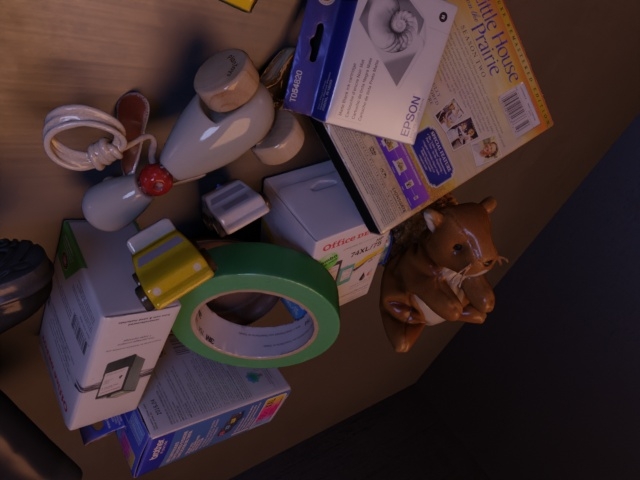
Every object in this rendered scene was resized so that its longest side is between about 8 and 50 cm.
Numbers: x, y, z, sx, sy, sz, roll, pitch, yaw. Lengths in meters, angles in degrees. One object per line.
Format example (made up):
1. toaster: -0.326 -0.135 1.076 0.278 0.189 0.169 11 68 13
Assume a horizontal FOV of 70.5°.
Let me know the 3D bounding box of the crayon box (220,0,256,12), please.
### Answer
1. crayon box: -0.130 -0.402 0.290 0.313 0.106 0.363 19 122 -15

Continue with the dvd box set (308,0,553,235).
1. dvd box set: 0.200 -0.246 0.827 0.420 0.062 0.307 -33 103 -12

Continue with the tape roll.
1. tape roll: -0.123 0.138 0.876 0.321 0.077 0.321 0 136 0

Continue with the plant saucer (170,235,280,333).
1. plant saucer: -0.229 0.092 0.932 0.311 0.050 0.310 -11 139 -10

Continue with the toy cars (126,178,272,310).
1. toy cars: -0.187 -0.025 0.699 0.176 0.087 0.393 -19 -160 22

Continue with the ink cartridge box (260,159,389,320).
1. ink cartridge box: 0.000 0.000 0.978 0.198 0.197 0.270 -21 144 -27

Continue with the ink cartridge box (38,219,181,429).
1. ink cartridge box: -0.369 0.139 0.765 0.121 0.211 0.289 -4 135 -45

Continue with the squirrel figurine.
1. squirrel figurine: 0.281 0.017 1.141 0.281 0.397 0.370 -10 141 -12

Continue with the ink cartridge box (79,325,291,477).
1. ink cartridge box: -0.307 0.312 0.986 0.395 0.270 0.151 -2 130 -45

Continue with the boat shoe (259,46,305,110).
1. boat shoe: -0.076 -0.251 0.729 0.135 0.045 0.050 -47 137 8

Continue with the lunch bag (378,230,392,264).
1. lunch bag: 0.113 -0.019 1.138 0.096 0.129 0.151 -20 144 -29

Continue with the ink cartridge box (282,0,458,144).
1. ink cartridge box: 0.075 -0.281 0.699 0.224 0.045 0.223 9 108 -18

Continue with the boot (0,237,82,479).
1. boot: -0.461 0.234 0.631 0.367 0.146 0.445 -9 118 5

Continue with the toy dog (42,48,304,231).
1. toy dog: -0.197 -0.157 0.656 0.334 0.161 0.220 -17 139 -9
